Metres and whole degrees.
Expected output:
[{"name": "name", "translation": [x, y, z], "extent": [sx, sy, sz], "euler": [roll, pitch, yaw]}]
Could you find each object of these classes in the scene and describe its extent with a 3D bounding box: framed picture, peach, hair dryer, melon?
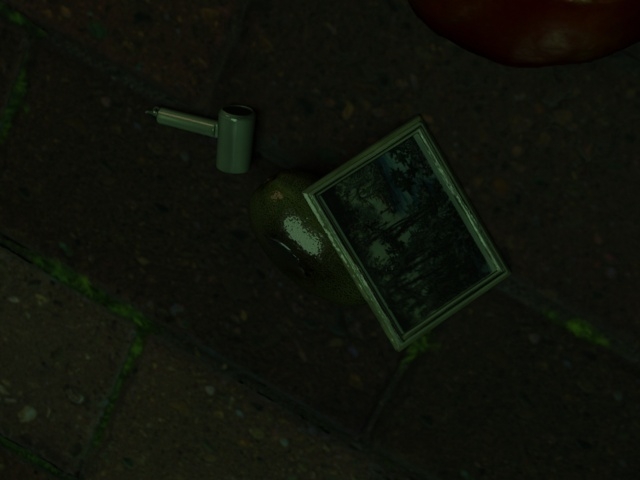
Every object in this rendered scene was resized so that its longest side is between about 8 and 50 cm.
[{"name": "framed picture", "translation": [0.085, -0.007, 1.260], "extent": [0.142, 0.011, 0.183], "euler": [-33, 100, -13]}, {"name": "peach", "translation": [0.172, -0.306, 1.012], "extent": [0.281, 0.281, 0.338], "euler": [-9, 115, 22]}, {"name": "hair dryer", "translation": [-0.124, -0.111, 1.330], "extent": [0.124, 0.038, 0.063], "euler": [15, 116, 19]}, {"name": "melon", "translation": [0.000, 0.000, 1.294], "extent": [0.162, 0.099, 0.099], "euler": [46, 118, -6]}]
